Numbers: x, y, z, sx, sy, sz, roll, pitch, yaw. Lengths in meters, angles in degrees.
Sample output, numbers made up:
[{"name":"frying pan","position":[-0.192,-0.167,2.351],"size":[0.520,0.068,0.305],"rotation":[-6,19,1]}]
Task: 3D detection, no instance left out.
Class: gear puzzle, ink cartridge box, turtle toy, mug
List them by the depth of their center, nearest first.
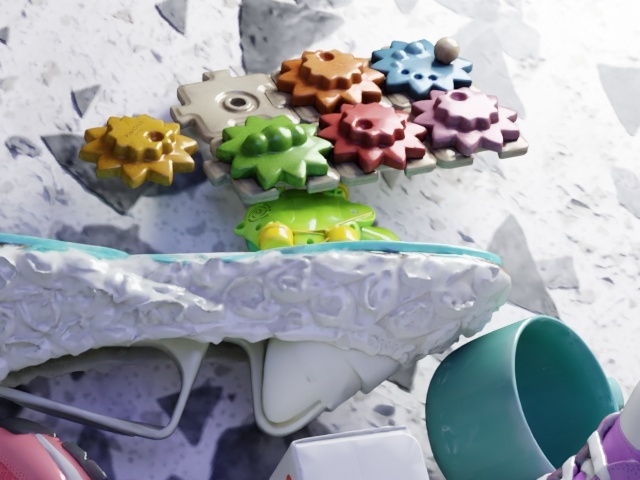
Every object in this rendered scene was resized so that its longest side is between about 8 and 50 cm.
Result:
[{"name":"ink cartridge box","position":[0.009,0.216,0.947],"size":[0.082,0.191,0.140],"rotation":[-4,61,-18]},{"name":"mug","position":[0.143,0.133,1.082],"size":[0.157,0.097,0.130],"rotation":[35,44,-35]},{"name":"turtle toy","position":[0.000,0.000,1.144],"size":[0.130,0.066,0.095],"rotation":[4,35,-9]},{"name":"gear puzzle","position":[-0.021,-0.101,1.175],"size":[0.338,0.044,0.175],"rotation":[-11,40,-20]}]

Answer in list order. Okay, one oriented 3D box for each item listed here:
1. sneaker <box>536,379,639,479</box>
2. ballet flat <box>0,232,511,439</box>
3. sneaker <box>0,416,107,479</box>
[{"name":"sneaker","position":[0.132,0.187,0.963],"size":[0.161,0.282,0.102],"rotation":[20,17,-1]},{"name":"ballet flat","position":[-0.076,0.071,1.053],"size":[0.408,0.147,0.147],"rotation":[2,60,-4]},{"name":"sneaker","position":[-0.161,0.251,0.929],"size":[0.136,0.116,0.314],"rotation":[-20,67,-22]}]
